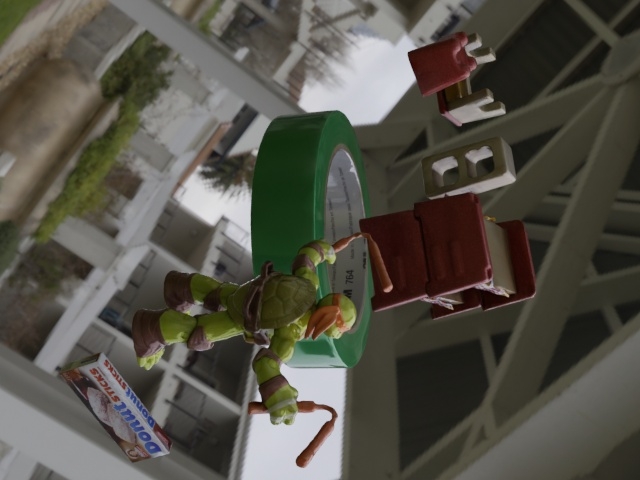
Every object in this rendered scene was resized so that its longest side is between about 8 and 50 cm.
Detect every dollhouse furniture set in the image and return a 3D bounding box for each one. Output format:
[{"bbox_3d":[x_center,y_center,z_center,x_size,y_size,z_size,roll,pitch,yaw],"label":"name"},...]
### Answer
[{"bbox_3d":[0.153,-0.094,1.042,0.152,0.201,0.374,-15,-108,28],"label":"dollhouse furniture set"}]

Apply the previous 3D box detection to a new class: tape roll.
[{"bbox_3d":[0.000,0.000,1.008,0.077,0.321,0.321,-3,-145,14],"label":"tape roll"}]

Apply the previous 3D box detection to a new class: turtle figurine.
[{"bbox_3d":[-0.059,0.075,0.725,0.217,0.087,0.270,-3,-136,19],"label":"turtle figurine"}]

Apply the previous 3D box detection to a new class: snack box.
[{"bbox_3d":[-0.272,0.226,1.073,0.064,0.178,0.022,-19,-151,19],"label":"snack box"}]
